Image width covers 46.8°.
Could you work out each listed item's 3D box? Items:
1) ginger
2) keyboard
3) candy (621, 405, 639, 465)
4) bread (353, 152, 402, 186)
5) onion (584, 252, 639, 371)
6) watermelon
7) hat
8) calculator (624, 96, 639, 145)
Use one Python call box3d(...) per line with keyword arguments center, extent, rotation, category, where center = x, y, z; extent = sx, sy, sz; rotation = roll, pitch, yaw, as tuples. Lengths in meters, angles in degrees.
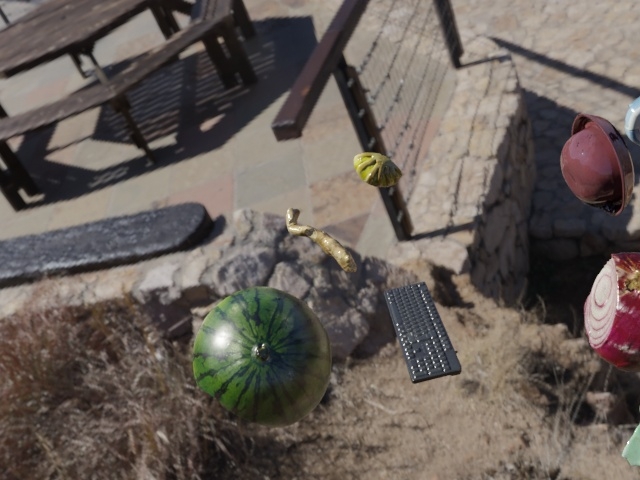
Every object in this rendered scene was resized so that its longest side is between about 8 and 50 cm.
box3d(center=(0.000, 0.000, 2.212), extent=(0.288, 0.089, 0.075), rotation=(36, 81, 24), category="ginger")
box3d(center=(0.196, 0.171, 1.447), extent=(0.100, 0.018, 0.310), rotation=(-12, 28, 1), category="keyboard")
box3d(center=(0.606, 0.281, 1.106), extent=(0.262, 0.398, 0.172), rotation=(31, 103, 21), category="candy")
box3d(center=(0.170, -0.218, 2.320), extent=(0.157, 0.083, 0.094), rotation=(36, 63, 4), category="bread")
box3d(center=(0.679, 0.157, 1.537), extent=(0.206, 0.216, 0.206), rotation=(2, 59, 6), category="onion")
box3d(center=(-0.109, 0.256, 1.659), extent=(0.330, 0.331, 0.189), rotation=(-38, 5, -18), category="watermelon")
box3d(center=(0.499, -0.134, 1.367), extent=(0.089, 0.206, 0.205), rotation=(-20, 35, -2), category="hat")
box3d(center=(0.665, -0.262, 1.382), extent=(0.210, 0.121, 0.039), rotation=(-37, 45, 14), category="calculator")
